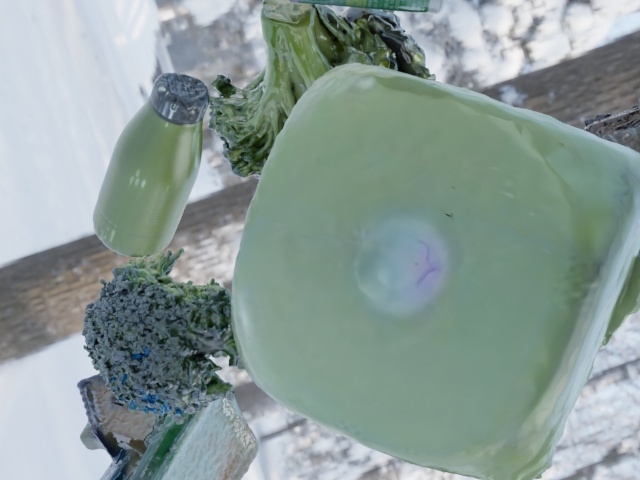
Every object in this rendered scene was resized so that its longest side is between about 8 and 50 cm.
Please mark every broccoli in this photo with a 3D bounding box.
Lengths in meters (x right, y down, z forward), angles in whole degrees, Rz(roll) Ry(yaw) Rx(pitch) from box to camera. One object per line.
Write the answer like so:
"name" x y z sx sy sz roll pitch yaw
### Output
"broccoli" 0.006 -0.217 1.617 0.334 0.324 0.272 -59 173 -33
"broccoli" -0.121 0.079 0.973 0.154 0.167 0.160 44 28 11

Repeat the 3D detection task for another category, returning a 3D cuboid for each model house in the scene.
"model house" -0.304 0.367 1.790 0.312 0.280 0.245 -59 144 -33

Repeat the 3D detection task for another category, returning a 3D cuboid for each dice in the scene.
"dice" 0.097 0.022 0.827 0.250 0.254 0.251 3 107 -66

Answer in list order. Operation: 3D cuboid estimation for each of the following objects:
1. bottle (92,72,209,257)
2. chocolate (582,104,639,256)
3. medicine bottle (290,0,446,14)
"bottle" -0.210 -0.098 1.420 0.260 0.112 0.112 -62 -143 39
"chocolate" 0.418 -0.012 1.414 0.065 0.102 0.329 -7 81 -66
"medicine bottle" 0.030 -0.370 1.440 0.133 0.274 0.133 6 90 -90
